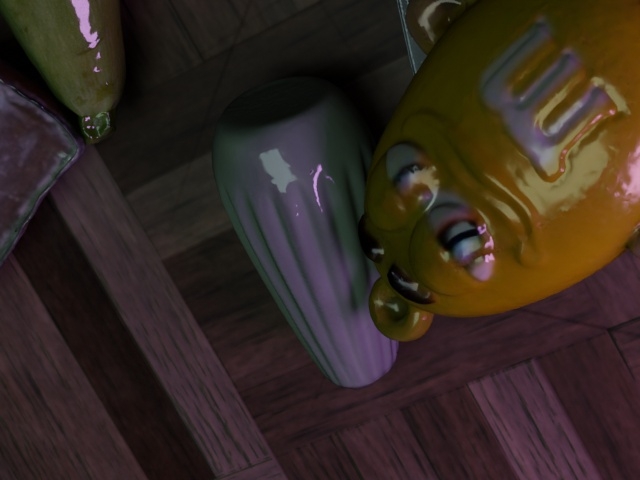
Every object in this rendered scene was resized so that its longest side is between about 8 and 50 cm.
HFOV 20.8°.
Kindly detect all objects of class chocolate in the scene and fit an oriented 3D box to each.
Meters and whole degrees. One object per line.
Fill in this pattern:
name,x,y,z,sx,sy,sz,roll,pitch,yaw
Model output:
chocolate,-0.309,-0.063,1.496,0.157,0.080,0.254,34,123,-11

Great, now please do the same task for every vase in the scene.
vase,0.000,0.000,1.374,0.128,0.128,0.248,-6,119,24

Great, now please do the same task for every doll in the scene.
doll,0.203,-0.102,1.217,0.348,0.161,0.423,14,98,32

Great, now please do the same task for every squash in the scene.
squash,-0.227,-0.251,1.362,0.118,0.118,0.371,-15,105,27

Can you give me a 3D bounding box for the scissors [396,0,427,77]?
scissors,0.084,-0.116,1.348,0.100,0.015,0.189,-11,106,21
